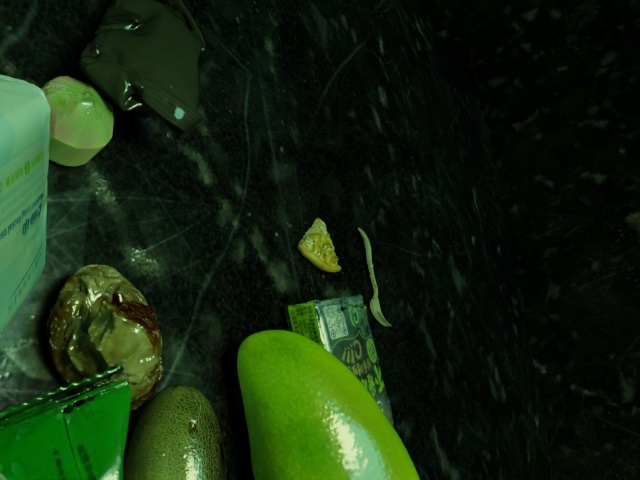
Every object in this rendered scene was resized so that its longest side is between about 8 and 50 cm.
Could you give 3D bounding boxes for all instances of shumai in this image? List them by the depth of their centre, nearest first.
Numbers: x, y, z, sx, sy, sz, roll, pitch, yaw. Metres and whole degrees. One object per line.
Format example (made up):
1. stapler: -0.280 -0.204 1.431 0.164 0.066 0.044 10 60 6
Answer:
1. shumai: -0.190 0.099 0.520 0.123 0.105 0.139 -34 130 -63

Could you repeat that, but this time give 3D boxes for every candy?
1. candy: -0.197 0.219 0.414 0.141 0.078 0.203 -14 84 -42

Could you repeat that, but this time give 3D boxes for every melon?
1. melon: -0.141 0.223 0.517 0.099 0.099 0.162 25 51 -53

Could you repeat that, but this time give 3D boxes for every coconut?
1. coconut: -0.253 -0.125 0.541 0.082 0.081 0.083 56 43 -5

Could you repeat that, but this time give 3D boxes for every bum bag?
1. bum bag: -0.207 -0.234 0.660 0.142 0.080 0.326 37 31 -34

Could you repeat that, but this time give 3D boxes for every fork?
1. fork: 0.105 0.076 1.101 0.034 0.028 0.219 5 66 -51

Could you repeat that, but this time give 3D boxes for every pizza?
1. pizza: 0.000 0.000 0.956 0.123 0.026 0.108 34 44 -47

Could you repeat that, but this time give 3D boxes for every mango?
1. mango: 0.001 0.267 0.669 0.192 0.156 0.343 -30 86 -32

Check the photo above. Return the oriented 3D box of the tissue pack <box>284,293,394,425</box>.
1. tissue pack: 0.034 0.207 0.850 0.173 0.073 0.235 0 74 -59

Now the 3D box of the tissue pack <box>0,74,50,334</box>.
1. tissue pack: -0.241 0.007 0.310 0.263 0.089 0.177 -101 -156 -65
